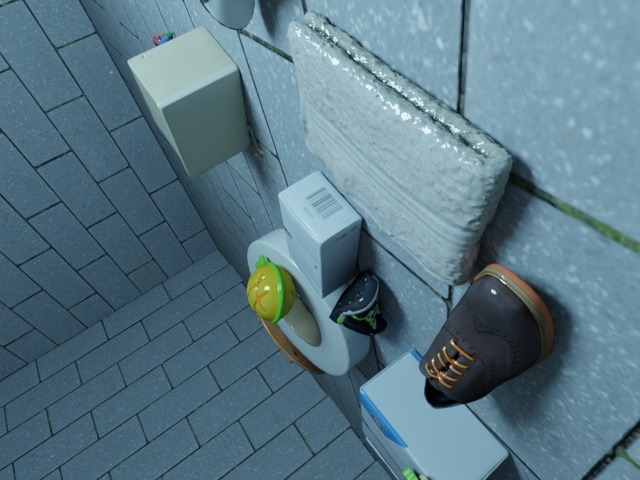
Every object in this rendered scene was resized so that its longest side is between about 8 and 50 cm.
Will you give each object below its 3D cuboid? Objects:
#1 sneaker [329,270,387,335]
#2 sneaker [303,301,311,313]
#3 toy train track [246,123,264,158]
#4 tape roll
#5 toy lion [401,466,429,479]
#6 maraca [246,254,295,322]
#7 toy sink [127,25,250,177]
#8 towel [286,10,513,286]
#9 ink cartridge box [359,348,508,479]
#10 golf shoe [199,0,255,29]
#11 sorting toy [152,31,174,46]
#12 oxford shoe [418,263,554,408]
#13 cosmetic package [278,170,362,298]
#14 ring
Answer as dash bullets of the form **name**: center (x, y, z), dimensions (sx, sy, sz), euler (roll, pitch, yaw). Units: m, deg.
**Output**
- **sneaker**: center (0.086, 0.123, 0.804), dimensions (0.097, 0.084, 0.234), euler (31, 163, 2)
- **sneaker**: center (-0.018, 0.142, 1.176), dimensions (0.070, 0.051, 0.134), euler (13, 127, 44)
- **toy train track**: center (-0.139, -0.202, 0.914), dimensions (0.048, 0.014, 0.083), euler (44, 160, 38)
- **tape roll**: center (-0.040, 0.153, 1.085), dimensions (0.392, 0.072, 0.392), euler (39, 149, 30)
- **toy lion**: center (0.164, 0.395, 0.677), dimensions (0.100, 0.034, 0.096), euler (49, 168, 21)
- **maraca**: center (-0.114, 0.104, 0.967), dimensions (0.186, 0.099, 0.127), euler (38, 121, 59)
- **toy sink**: center (-0.241, -0.258, 0.857), dimensions (0.131, 0.153, 0.234), euler (52, 165, 16)
- **towel**: center (0.060, -0.093, 0.458), dimensions (0.282, 0.049, 0.187), euler (48, 163, 29)
- **ink cartridge box**: center (0.192, 0.376, 0.836), dimensions (0.223, 0.129, 0.307), euler (46, 160, 30)
- **golf shoe**: center (-0.089, -0.289, 0.466), dimensions (0.094, 0.077, 0.198), euler (53, 165, 15)
- **sorting toy**: center (-0.339, -0.444, 1.010), dimensions (0.102, 0.042, 0.061), euler (40, 176, 15)
- **oxford shoe**: center (0.164, 0.123, 0.473), dimensions (0.097, 0.098, 0.271), euler (47, 162, 33)
- **cosmetic package**: center (0.000, 0.000, 0.762), dimensions (0.117, 0.086, 0.231), euler (51, 162, 24)
- **ring**: center (-0.085, 0.265, 1.348), dimensions (0.336, 0.032, 0.336), euler (44, -165, -15)
